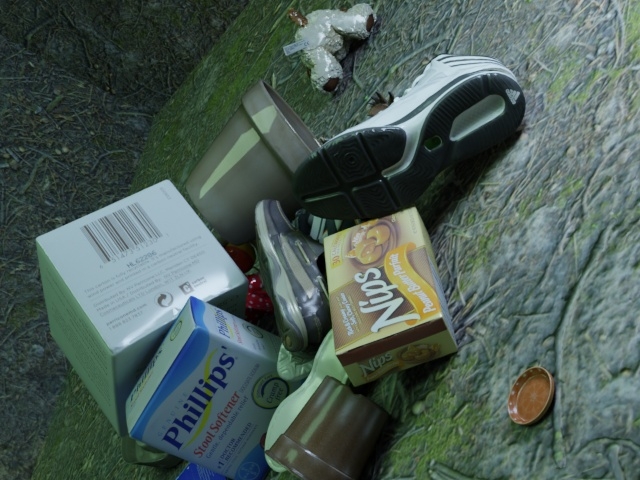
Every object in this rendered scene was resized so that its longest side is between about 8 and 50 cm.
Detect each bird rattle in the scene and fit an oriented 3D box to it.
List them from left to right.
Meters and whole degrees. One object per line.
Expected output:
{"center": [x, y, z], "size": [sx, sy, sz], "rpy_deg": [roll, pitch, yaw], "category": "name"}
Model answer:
{"center": [-0.169, 0.064, 2.245], "size": [0.253, 0.207, 0.143], "rpy_deg": [-60, 2, -17], "category": "bird rattle"}

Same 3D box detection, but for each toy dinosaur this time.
{"center": [0.141, -0.211, 1.982], "size": [0.200, 0.127, 0.296], "rpy_deg": [-42, 33, -9], "category": "toy dinosaur"}

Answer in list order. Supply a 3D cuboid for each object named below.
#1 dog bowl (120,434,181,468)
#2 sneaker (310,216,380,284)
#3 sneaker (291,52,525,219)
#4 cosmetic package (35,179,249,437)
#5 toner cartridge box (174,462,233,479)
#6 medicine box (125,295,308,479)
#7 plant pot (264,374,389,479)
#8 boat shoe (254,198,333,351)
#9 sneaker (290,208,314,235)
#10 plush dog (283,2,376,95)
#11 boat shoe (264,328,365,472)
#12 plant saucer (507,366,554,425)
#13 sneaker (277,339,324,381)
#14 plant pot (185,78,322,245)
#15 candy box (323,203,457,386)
{"center": [-0.369, 0.405, 2.398], "size": [0.349, 0.102, 0.348], "rpy_deg": [-46, 28, 34], "category": "dog bowl"}
{"center": [0.050, -0.008, 1.918], "size": [0.126, 0.127, 0.321], "rpy_deg": [-51, -25, -53], "category": "sneaker"}
{"center": [0.161, -0.198, 1.789], "size": [0.448, 0.169, 0.257], "rpy_deg": [-25, 20, 16], "category": "sneaker"}
{"center": [-0.387, 0.150, 2.114], "size": [0.329, 0.327, 0.393], "rpy_deg": [-29, -27, -26], "category": "cosmetic package"}
{"center": [-0.209, 0.546, 1.892], "size": [0.165, 0.075, 0.348], "rpy_deg": [-48, 24, 2], "category": "toner cartridge box"}
{"center": [-0.191, 0.297, 1.885], "size": [0.263, 0.289, 0.149], "rpy_deg": [-58, 23, 11], "category": "medicine box"}
{"center": [0.021, 0.323, 1.589], "size": [0.165, 0.167, 0.167], "rpy_deg": [-58, 22, -8], "category": "plant pot"}
{"center": [-0.041, 0.059, 1.829], "size": [0.132, 0.130, 0.355], "rpy_deg": [90, 166, -49], "category": "boat shoe"}
{"center": [-0.055, -0.023, 2.005], "size": [0.087, 0.130, 0.227], "rpy_deg": [-35, -37, -64], "category": "sneaker"}
{"center": [0.009, -0.528, 2.567], "size": [0.262, 0.211, 0.225], "rpy_deg": [-60, -4, 2], "category": "plush dog"}
{"center": [0.007, 0.288, 1.732], "size": [0.109, 0.091, 0.305], "rpy_deg": [38, 103, 34], "category": "boat shoe"}
{"center": [0.287, 0.212, 1.310], "size": [0.083, 0.013, 0.083], "rpy_deg": [-46, 28, 34], "category": "plant saucer"}
{"center": [-0.009, 0.198, 1.847], "size": [0.232, 0.090, 0.115], "rpy_deg": [-49, -16, -38], "category": "sneaker"}
{"center": [-0.135, -0.147, 2.131], "size": [0.280, 0.323, 0.323], "rpy_deg": [-37, 27, 8], "category": "plant pot"}
{"center": [0.111, 0.085, 1.642], "size": [0.183, 0.087, 0.316], "rpy_deg": [-22, 36, 11], "category": "candy box"}
